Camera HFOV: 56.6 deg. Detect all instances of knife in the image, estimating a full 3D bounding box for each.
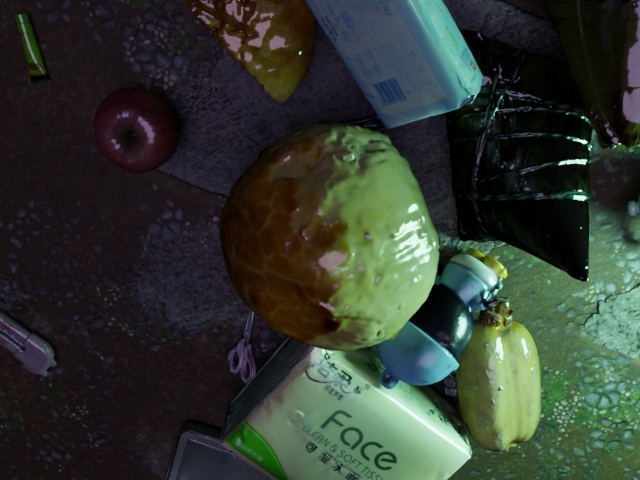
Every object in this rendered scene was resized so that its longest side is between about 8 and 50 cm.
[{"bbox_3d":[0.076,-0.216,1.091,0.121,0.018,0.031,-7,118,8],"label":"knife"},{"bbox_3d":[-0.748,0.159,1.299,0.398,0.038,0.132,40,112,-12],"label":"knife"}]

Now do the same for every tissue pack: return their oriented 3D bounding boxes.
[{"bbox_3d":[0.048,0.387,1.236,0.404,0.205,0.332,37,106,-11],"label":"tissue pack"},{"bbox_3d":[0.103,-0.302,0.857,0.177,0.089,0.263,-6,127,49],"label":"tissue pack"}]

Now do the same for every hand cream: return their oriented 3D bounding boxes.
[{"bbox_3d":[-0.528,-0.350,1.085,0.036,0.023,0.122,-5,115,3],"label":"hand cream"}]

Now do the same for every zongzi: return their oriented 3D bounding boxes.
[{"bbox_3d":[0.335,-0.113,0.936,0.318,0.362,0.384,1,111,-16],"label":"zongzi"},{"bbox_3d":[0.405,-0.290,0.903,0.145,0.300,0.274,-12,113,-23],"label":"zongzi"}]

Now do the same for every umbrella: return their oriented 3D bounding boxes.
[{"bbox_3d":[0.265,0.243,1.244,0.046,0.050,0.189,3,114,27],"label":"umbrella"}]

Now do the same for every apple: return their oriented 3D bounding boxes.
[{"bbox_3d":[-0.331,-0.200,1.077,0.153,0.120,0.154,3,118,6],"label":"apple"}]

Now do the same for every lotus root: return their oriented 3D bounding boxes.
[{"bbox_3d":[0.354,0.264,1.194,0.169,0.151,0.343,-13,106,-11],"label":"lotus root"}]

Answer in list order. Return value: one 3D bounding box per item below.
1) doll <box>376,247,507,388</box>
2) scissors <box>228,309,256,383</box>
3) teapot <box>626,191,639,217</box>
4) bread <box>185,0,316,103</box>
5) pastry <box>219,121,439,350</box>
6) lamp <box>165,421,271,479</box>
[{"bbox_3d":[0.220,0.155,1.122,0.314,0.177,0.141,-47,127,-6],"label":"doll"},{"bbox_3d":[-0.156,0.206,1.262,0.015,0.100,0.189,1,104,-41],"label":"scissors"},{"bbox_3d":[0.620,-0.059,1.048,0.158,0.159,0.232,-16,132,11],"label":"teapot"},{"bbox_3d":[-0.111,-0.404,0.943,0.179,0.194,0.340,-38,106,12],"label":"bread"},{"bbox_3d":[0.000,0.000,0.986,0.312,0.388,0.389,-21,111,-15],"label":"pastry"},{"bbox_3d":[-0.233,0.575,1.419,0.266,0.047,0.269,18,112,-3],"label":"lamp"}]
